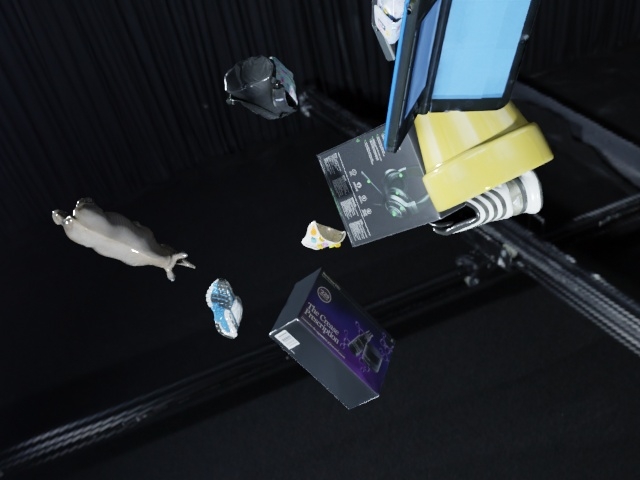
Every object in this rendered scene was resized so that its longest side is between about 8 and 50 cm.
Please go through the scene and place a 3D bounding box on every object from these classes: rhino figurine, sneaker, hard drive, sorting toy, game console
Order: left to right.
[{"bbox_3d":[-0.313,0.004,1.049,0.106,0.243,0.073,27,-91,57],"label":"rhino figurine"},{"bbox_3d":[-0.235,0.156,1.603,0.072,0.190,0.083,14,-136,16],"label":"sneaker"},{"bbox_3d":[0.000,0.000,1.376,0.083,0.075,0.044,18,-120,-31],"label":"sorting toy"},{"bbox_3d":[0.143,-0.482,1.426,0.022,0.135,0.094,-5,-109,18],"label":"hard drive"},{"bbox_3d":[0.375,-0.142,1.719,0.258,0.169,0.447,-16,-164,-8],"label":"sneaker"},{"bbox_3d":[0.231,-0.296,1.010,0.174,0.293,0.250,17,-135,14],"label":"game console"}]

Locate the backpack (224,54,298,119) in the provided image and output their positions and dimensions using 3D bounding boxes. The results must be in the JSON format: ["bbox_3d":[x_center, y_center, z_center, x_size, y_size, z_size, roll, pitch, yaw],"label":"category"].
[{"bbox_3d":[-0.126,-0.367,1.525,0.152,0.182,0.115,-8,-106,27],"label":"backpack"}]

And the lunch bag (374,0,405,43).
[{"bbox_3d":[0.110,-0.357,0.979,0.053,0.071,0.083,-1,-95,5],"label":"lunch bag"}]

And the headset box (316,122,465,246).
[{"bbox_3d":[0.170,-0.145,1.489,0.283,0.246,0.131,-20,-177,42],"label":"headset box"}]

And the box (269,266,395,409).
[{"bbox_3d":[0.034,0.220,1.434,0.103,0.261,0.184,-35,-162,34],"label":"box"}]

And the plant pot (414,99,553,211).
[{"bbox_3d":[0.302,-0.216,1.287,0.254,0.238,0.254,-26,179,0],"label":"plant pot"}]
